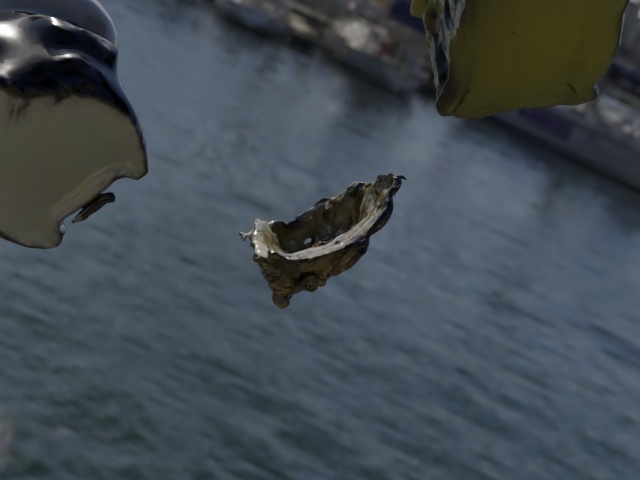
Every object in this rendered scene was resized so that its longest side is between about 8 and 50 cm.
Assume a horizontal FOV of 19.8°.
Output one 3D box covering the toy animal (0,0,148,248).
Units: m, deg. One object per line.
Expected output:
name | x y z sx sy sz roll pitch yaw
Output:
toy animal | -0.274 -0.132 1.686 0.212 0.212 0.266 19 25 -30

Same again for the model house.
model house | 0.182 -0.265 1.751 0.175 0.193 0.234 -3 57 -8

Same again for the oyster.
oyster | -0.001 -0.001 1.228 0.056 0.105 0.177 53 -23 -13
